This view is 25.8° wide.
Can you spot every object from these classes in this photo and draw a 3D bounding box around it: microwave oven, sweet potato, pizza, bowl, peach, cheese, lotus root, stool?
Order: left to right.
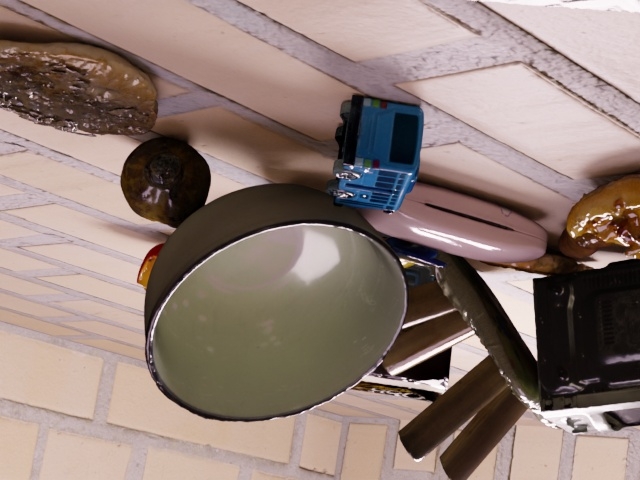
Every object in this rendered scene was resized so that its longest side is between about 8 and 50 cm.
[{"bbox_3d":[-0.204,-0.079,1.851,0.120,0.120,0.209,10,168,-2],"label":"lotus root"},{"bbox_3d":[-0.246,0.058,2.451,0.151,0.118,0.151,-17,176,-1],"label":"peach"},{"bbox_3d":[-0.077,0.056,1.846,0.353,0.185,0.354,-11,132,-12],"label":"bowl"},{"bbox_3d":[0.104,0.006,2.011,0.156,0.064,0.250,17,-177,-24],"label":"cheese"},{"bbox_3d":[0.207,0.194,2.170,0.226,0.310,0.310,-34,153,9],"label":"stool"},{"bbox_3d":[0.360,-0.008,1.895,0.065,0.051,0.218,8,167,-11],"label":"sweet potato"},{"bbox_3d":[0.464,0.144,1.983,0.295,0.238,0.181,-10,159,25],"label":"microwave oven"},{"bbox_3d":[0.427,-0.025,1.675,0.161,0.086,0.305,30,153,-36],"label":"pizza"}]

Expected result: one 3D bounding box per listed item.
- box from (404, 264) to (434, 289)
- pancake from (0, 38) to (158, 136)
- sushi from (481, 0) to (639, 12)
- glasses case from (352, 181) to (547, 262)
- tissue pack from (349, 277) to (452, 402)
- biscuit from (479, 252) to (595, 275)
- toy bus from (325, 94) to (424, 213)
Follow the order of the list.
[{"bbox_3d":[0.135,0.067,2.333,0.099,0.074,0.054,11,-179,-7],"label":"box"},{"bbox_3d":[-0.318,-0.179,1.642,0.282,0.049,0.282,8,167,2],"label":"pancake"},{"bbox_3d":[0.187,-0.247,0.998,0.293,0.059,0.292,7,166,10],"label":"sushi"},{"bbox_3d":[0.172,-0.026,1.896,0.296,0.075,0.113,15,168,-25],"label":"glasses case"},{"bbox_3d":[0.051,0.156,2.457,0.369,0.210,0.198,9,171,5],"label":"tissue pack"},{"bbox_3d":[0.316,0.032,2.095,0.144,0.033,0.224,9,177,38],"label":"biscuit"},{"bbox_3d":[0.065,-0.096,1.646,0.106,0.090,0.185,7,166,-1],"label":"toy bus"}]
